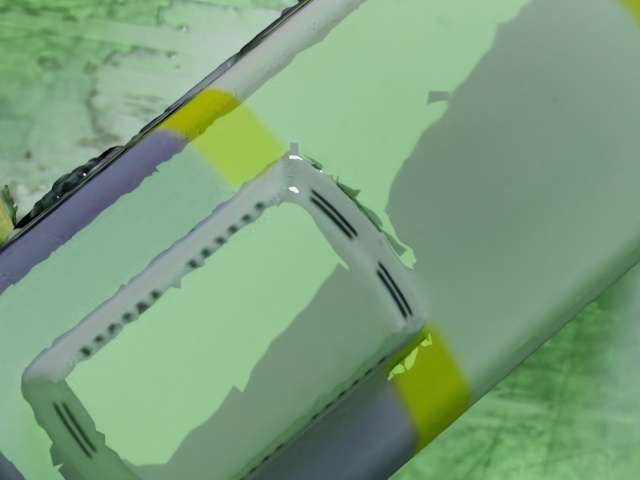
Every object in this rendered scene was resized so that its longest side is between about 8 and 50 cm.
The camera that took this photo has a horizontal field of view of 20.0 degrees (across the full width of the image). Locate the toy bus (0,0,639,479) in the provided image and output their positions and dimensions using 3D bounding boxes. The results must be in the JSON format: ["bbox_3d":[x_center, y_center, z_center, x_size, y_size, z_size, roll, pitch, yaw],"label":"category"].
[{"bbox_3d":[0.000,0.000,0.903,0.440,0.249,0.209,-39,98,-8],"label":"toy bus"}]

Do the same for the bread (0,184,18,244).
[{"bbox_3d":[-0.211,-0.009,1.013,0.084,0.080,0.109,-27,124,-7],"label":"bread"}]
